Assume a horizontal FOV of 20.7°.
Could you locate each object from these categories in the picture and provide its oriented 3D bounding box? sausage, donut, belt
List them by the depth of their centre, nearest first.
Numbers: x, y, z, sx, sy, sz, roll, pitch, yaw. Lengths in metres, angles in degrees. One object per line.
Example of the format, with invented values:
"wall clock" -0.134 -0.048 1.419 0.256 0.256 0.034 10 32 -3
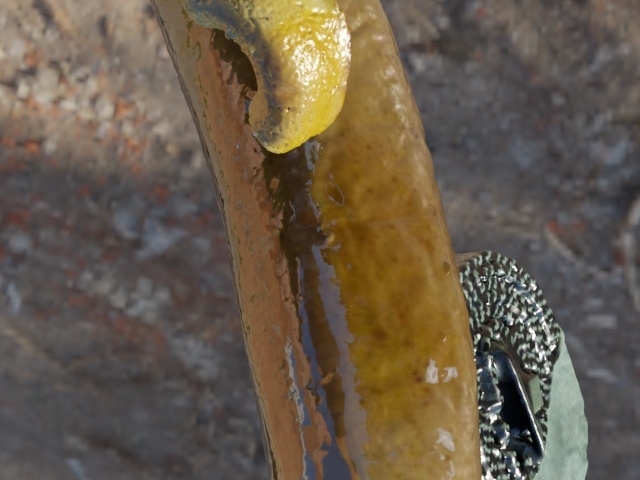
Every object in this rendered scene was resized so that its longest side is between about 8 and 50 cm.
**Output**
"donut" -0.023 -0.076 0.700 0.067 0.038 0.083 25 133 20
"sausage" 0.003 0.000 0.923 0.136 0.501 0.123 -19 169 24
"belt" 0.108 0.134 1.393 0.150 0.207 0.258 -5 115 38
